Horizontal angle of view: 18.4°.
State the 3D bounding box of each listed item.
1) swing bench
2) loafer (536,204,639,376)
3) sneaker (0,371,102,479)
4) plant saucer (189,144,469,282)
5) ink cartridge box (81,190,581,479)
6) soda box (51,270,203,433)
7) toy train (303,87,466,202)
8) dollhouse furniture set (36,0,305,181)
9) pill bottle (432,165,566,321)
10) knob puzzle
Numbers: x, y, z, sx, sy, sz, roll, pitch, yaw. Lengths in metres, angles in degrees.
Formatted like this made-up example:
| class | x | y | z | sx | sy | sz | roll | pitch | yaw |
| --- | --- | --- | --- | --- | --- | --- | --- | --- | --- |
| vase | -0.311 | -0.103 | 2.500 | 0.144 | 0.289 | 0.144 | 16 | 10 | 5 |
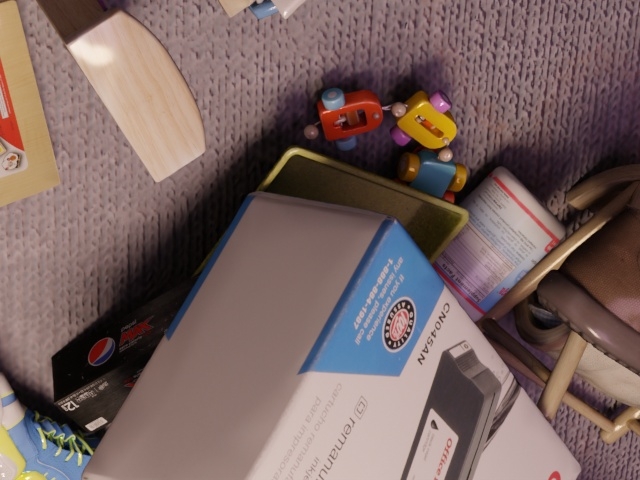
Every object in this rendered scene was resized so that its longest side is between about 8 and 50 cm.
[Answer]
| class | x | y | z | sx | sy | sz | roll | pitch | yaw |
| --- | --- | --- | --- | --- | --- | --- | --- | --- | --- |
| swing bench | 0.314 | 0.078 | 1.857 | 0.253 | 0.165 | 0.254 | 34 | 96 | -37 |
| loafer | 0.350 | 0.084 | 1.692 | 0.366 | 0.134 | 0.130 | 29 | 99 | -37 |
| sneaker | -0.239 | 0.179 | 1.704 | 0.126 | 0.091 | 0.240 | -27 | 136 | -24 |
| plant saucer | 0.000 | 0.000 | 1.699 | 0.188 | 0.045 | 0.188 | 19 | 125 | -30 |
| ink cartridge box | 0.027 | 0.193 | 1.642 | 0.395 | 0.166 | 0.285 | 51 | 60 | -43 |
| soda box | -0.145 | 0.094 | 1.675 | 0.169 | 0.060 | 0.053 | -29 | 131 | 16 |
| toy train | 0.058 | -0.083 | 1.705 | 0.125 | 0.046 | 0.166 | -18 | 133 | 5 |
| dollhouse furniture set | -0.076 | -0.249 | 1.434 | 0.303 | 0.198 | 0.286 | -34 | 129 | -4 |
| pill bottle | 0.136 | 0.017 | 1.774 | 0.160 | 0.087 | 0.087 | -45 | 128 | 6 |
| knob puzzle | -0.312 | -0.088 | 1.526 | 0.213 | 0.030 | 0.213 | -13 | 125 | -19 |
